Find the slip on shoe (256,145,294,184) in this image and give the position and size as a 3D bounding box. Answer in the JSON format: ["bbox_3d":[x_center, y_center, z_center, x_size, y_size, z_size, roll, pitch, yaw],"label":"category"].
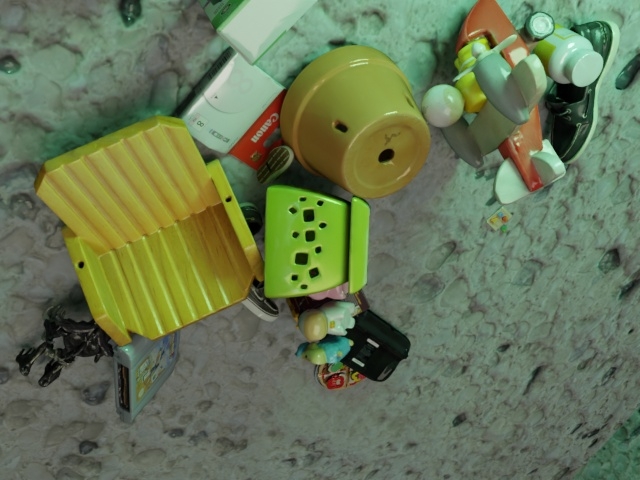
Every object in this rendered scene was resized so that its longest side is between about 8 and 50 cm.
[{"bbox_3d":[-0.089,-0.161,1.367,0.041,0.051,0.135,-12,162,-37],"label":"slip on shoe"}]

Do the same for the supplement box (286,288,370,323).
[{"bbox_3d":[0.021,0.164,1.669,0.188,0.080,0.104,-29,131,-1],"label":"supplement box"}]

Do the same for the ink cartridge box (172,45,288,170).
[{"bbox_3d":[-0.148,-0.251,1.296,0.232,0.066,0.189,33,107,-34],"label":"ink cartridge box"}]

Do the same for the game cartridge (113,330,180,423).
[{"bbox_3d":[-0.402,0.274,1.498,0.198,0.062,0.297,-49,161,-44],"label":"game cartridge"}]

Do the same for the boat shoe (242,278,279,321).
[{"bbox_3d":[-0.160,0.123,1.561,0.070,0.077,0.219,-38,129,9],"label":"boat shoe"}]

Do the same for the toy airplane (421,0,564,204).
[{"bbox_3d":[0.342,-0.256,1.302,0.273,0.384,0.386,-5,128,-2],"label":"toy airplane"}]

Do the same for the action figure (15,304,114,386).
[{"bbox_3d":[-0.551,0.216,1.420,0.276,0.141,0.164,-31,128,26],"label":"action figure"}]

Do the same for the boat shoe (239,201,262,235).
[{"bbox_3d":[-0.237,-0.008,1.432,0.228,0.068,0.081,-28,131,-1],"label":"boat shoe"}]

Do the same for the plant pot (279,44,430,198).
[{"bbox_3d":[0.087,-0.219,1.306,0.291,0.203,0.290,-16,135,-17],"label":"plant pot"}]

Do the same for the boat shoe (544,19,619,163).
[{"bbox_3d":[0.587,-0.342,1.502,0.113,0.127,0.340,-3,125,-20],"label":"boat shoe"}]

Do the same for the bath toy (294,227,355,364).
[{"bbox_3d":[0.004,0.117,1.539,0.151,0.129,0.348,-20,115,-60],"label":"bath toy"}]

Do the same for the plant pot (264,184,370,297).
[{"bbox_3d":[0.000,0.000,1.355,0.207,0.227,0.228,3,96,4],"label":"plant pot"}]

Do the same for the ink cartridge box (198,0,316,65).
[{"bbox_3d":[-0.115,-0.412,1.082,0.154,0.212,0.093,-43,127,12],"label":"ink cartridge box"}]

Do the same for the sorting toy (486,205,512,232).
[{"bbox_3d":[0.499,-0.053,1.760,0.062,0.012,0.083,-45,129,13],"label":"sorting toy"}]

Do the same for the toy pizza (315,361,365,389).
[{"bbox_3d":[0.081,0.377,1.892,0.201,0.032,0.201,-12,129,-15],"label":"toy pizza"}]

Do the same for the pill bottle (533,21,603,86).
[{"bbox_3d":[0.520,-0.403,1.386,0.103,0.184,0.103,-12,129,-15],"label":"pill bottle"}]

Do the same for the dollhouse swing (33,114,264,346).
[{"bbox_3d":[-0.321,-0.008,1.236,0.347,0.315,0.305,-24,166,-5],"label":"dollhouse swing"}]

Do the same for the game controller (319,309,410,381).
[{"bbox_3d":[0.132,0.295,1.822,0.166,0.067,0.319,-47,129,6],"label":"game controller"}]
